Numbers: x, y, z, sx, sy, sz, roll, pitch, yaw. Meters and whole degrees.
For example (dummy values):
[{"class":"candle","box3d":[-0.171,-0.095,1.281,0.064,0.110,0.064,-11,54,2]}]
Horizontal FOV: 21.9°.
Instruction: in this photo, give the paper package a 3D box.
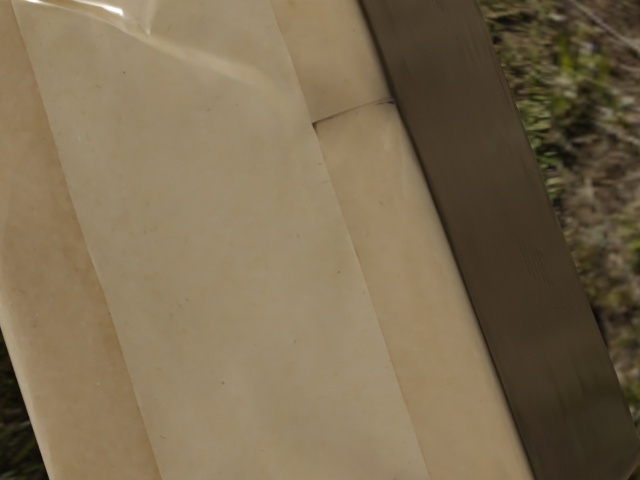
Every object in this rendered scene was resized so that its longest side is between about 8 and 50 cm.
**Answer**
[{"class":"paper package","box3d":[0.000,0.000,0.713,0.168,0.325,0.309,-21,85,16]}]
